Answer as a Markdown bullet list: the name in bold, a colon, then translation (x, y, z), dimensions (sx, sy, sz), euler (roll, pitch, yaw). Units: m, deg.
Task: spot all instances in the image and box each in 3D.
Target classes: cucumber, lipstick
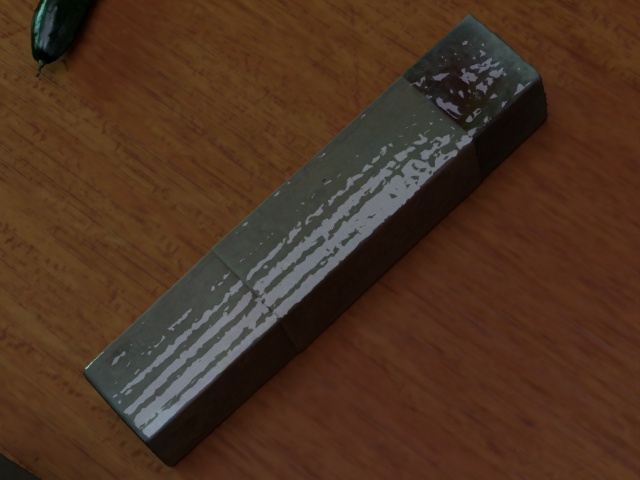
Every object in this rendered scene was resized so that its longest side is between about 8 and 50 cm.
- **cucumber**: translation (-0.190, -0.197, 1.521), dimensions (0.039, 0.039, 0.168), euler (19, 71, 18)
- **lipstick**: translation (0.000, 0.000, 1.378), dimensions (0.371, 0.076, 0.080), euler (-42, 68, -8)

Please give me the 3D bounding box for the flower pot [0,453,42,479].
- **flower pot**: translation (-0.203, 0.259, 1.225), dimensions (0.259, 0.290, 0.290), euler (26, 75, 7)
